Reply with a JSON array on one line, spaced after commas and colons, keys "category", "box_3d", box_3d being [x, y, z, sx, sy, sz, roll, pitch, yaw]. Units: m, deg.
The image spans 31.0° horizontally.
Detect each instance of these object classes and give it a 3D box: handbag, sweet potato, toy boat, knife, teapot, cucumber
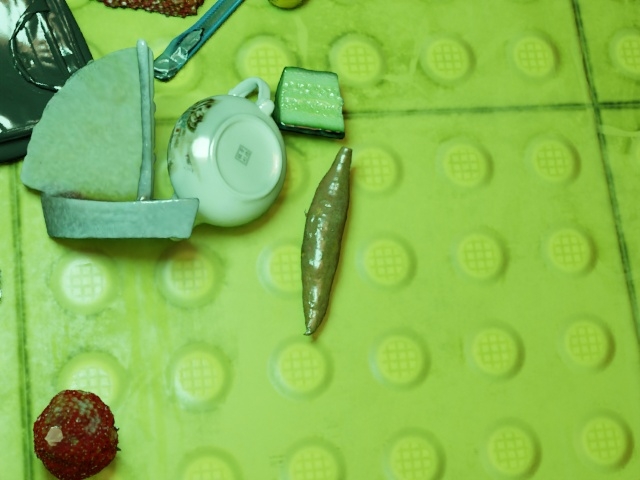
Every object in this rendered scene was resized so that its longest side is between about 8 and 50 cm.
[{"category": "handbag", "box_3d": [-0.478, -0.270, 1.814, 0.244, 0.088, 0.275, -20, 77, -20]}, {"category": "sweet potato", "box_3d": [0.000, 0.000, 1.838, 0.072, 0.066, 0.314, 13, 74, 0]}, {"category": "toy boat", "box_3d": [-0.325, -0.119, 1.737, 0.276, 0.111, 0.294, -15, 90, 21]}, {"category": "knife", "box_3d": [-0.188, -0.367, 1.930, 0.044, 0.026, 0.296, 34, 70, 13]}, {"category": "teapot", "box_3d": [-0.146, -0.133, 1.813, 0.204, 0.139, 0.298, 40, 64, -27]}, {"category": "cucumber", "box_3d": [-0.018, -0.219, 1.902, 0.115, 0.062, 0.116, 8, 65, -11]}]

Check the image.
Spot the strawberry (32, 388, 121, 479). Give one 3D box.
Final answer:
[{"category": "strawberry", "box_3d": [-0.347, 0.274, 1.637, 0.131, 0.148, 0.131, 4, 72, -12]}]

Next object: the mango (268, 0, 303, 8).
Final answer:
[{"category": "mango", "box_3d": [-0.050, -0.442, 1.965, 0.079, 0.057, 0.114, 31, 66, 7]}]

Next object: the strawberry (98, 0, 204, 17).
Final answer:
[{"category": "strawberry", "box_3d": [-0.314, -0.477, 1.895, 0.286, 0.106, 0.188, 27, 71, -3]}]
